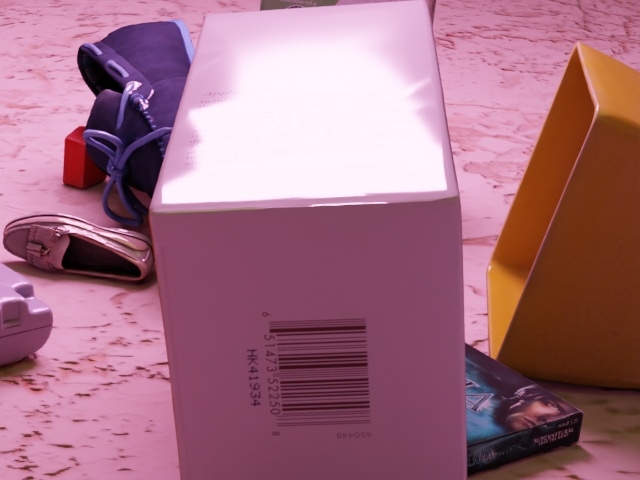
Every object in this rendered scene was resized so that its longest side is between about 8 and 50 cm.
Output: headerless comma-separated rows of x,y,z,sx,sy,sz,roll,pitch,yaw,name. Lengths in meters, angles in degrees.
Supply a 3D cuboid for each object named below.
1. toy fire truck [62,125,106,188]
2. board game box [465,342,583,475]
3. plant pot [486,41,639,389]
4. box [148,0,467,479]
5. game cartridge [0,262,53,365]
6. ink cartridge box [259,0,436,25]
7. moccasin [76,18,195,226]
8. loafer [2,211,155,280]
-0.145,-0.088,1.473,0.135,0.047,0.192,15,23,21,toy fire truck
0.073,0.103,1.064,0.126,0.026,0.186,-11,26,-35,board game box
0.251,-0.004,1.165,0.187,0.212,0.212,18,21,-2,plant pot
0.000,0.000,0.987,0.168,0.215,0.345,-2,25,3,box
-0.360,0.053,1.047,0.294,0.060,0.196,-13,31,-40,game cartridge
0.019,-0.138,1.420,0.154,0.212,0.093,7,18,7,ink cartridge box
-0.148,-0.080,1.322,0.117,0.137,0.342,-9,29,-10,moccasin
-0.195,0.007,1.223,0.125,0.045,0.039,8,28,-2,loafer
